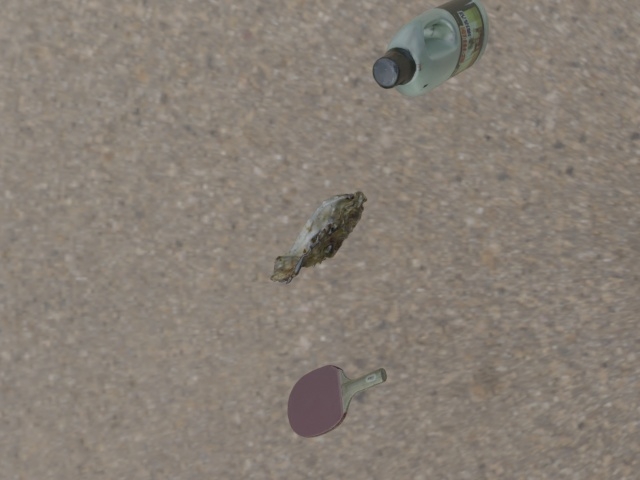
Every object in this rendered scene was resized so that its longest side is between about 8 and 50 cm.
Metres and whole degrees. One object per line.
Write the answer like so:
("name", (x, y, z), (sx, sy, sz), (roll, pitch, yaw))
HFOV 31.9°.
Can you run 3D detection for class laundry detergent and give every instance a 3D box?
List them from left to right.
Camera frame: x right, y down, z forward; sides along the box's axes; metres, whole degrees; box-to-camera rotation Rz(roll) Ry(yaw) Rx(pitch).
("laundry detergent", (0.131, -0.232, 1.368), (0.070, 0.226, 0.099), (26, 124, 23))

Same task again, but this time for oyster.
("oyster", (0.005, -0.006, 1.437), (0.056, 0.177, 0.105), (42, 137, -5))

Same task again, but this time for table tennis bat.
("table tennis bat", (0.018, 0.191, 1.385), (0.156, 0.013, 0.087), (-29, 52, 32))
